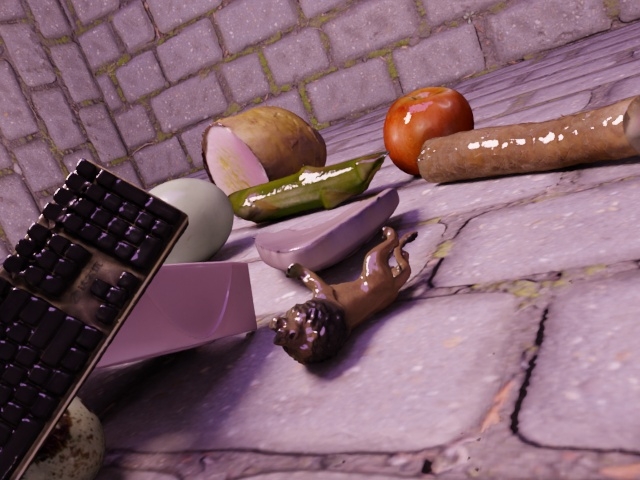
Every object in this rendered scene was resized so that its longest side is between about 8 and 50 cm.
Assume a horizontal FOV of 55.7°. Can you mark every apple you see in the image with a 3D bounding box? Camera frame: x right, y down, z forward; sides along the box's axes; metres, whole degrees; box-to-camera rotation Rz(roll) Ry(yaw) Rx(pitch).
[{"bbox_3d":[0.185,-0.185,1.039,0.164,0.139,0.163,-10,24,5],"label":"apple"}]

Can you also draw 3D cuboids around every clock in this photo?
[{"bbox_3d":[-0.240,0.085,0.558,0.275,0.080,0.290,-14,-7,24],"label":"clock"}]

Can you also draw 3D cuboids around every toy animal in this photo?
[{"bbox_3d":[0.027,0.043,0.561,0.086,0.069,0.220,18,42,35],"label":"toy animal"}]

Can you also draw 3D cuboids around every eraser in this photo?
[{"bbox_3d":[0.000,0.001,0.758,0.204,0.059,0.243,-18,11,12],"label":"eraser"}]

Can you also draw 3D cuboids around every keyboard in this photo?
[{"bbox_3d":[-0.213,0.085,0.404,0.317,0.106,0.027,-62,-2,-21],"label":"keyboard"}]

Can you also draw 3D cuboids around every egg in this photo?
[{"bbox_3d":[-0.205,0.152,0.445,0.110,0.085,0.085,-1,24,42],"label":"egg"},{"bbox_3d":[-0.238,-0.024,1.019,0.192,0.149,0.149,-31,16,-13],"label":"egg"}]

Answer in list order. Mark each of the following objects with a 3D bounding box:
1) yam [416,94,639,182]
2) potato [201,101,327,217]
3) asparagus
[{"bbox_3d":[0.269,-0.126,0.805,0.081,0.081,0.357,-30,15,-30],"label":"yam"},{"bbox_3d":[-0.098,-0.187,1.306,0.229,0.229,0.266,-6,24,46],"label":"potato"},{"bbox_3d":[-0.019,-0.091,1.091,0.343,0.085,0.082,-13,20,27],"label":"asparagus"}]
